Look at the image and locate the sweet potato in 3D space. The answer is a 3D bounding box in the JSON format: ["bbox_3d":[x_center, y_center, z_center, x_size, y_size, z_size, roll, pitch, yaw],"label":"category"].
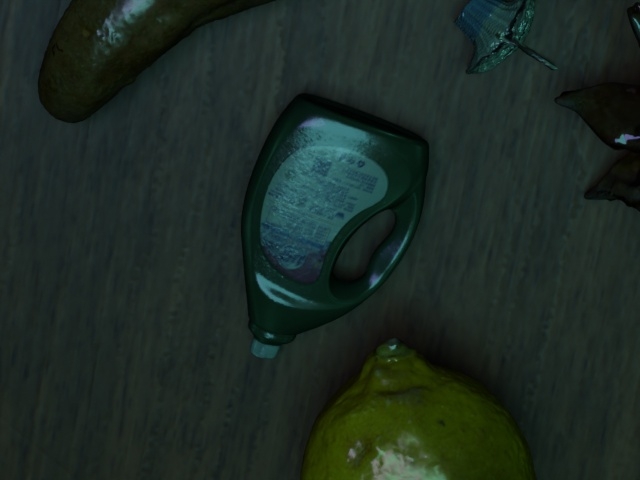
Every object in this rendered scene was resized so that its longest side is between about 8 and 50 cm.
[{"bbox_3d":[-0.083,-0.206,1.229,0.341,0.092,0.114,-28,126,9],"label":"sweet potato"}]

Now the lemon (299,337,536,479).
[{"bbox_3d":[0.075,0.198,1.269,0.188,0.188,0.256,-9,109,4],"label":"lemon"}]

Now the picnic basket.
[{"bbox_3d":[0.143,-0.155,1.245,0.083,0.065,0.083,41,97,10],"label":"picnic basket"}]

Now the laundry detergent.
[{"bbox_3d":[0.000,0.000,1.287,0.137,0.063,0.210,18,104,-9],"label":"laundry detergent"}]

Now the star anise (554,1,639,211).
[{"bbox_3d":[0.309,-0.068,1.193,0.288,0.288,0.088,33,62,-6],"label":"star anise"}]
